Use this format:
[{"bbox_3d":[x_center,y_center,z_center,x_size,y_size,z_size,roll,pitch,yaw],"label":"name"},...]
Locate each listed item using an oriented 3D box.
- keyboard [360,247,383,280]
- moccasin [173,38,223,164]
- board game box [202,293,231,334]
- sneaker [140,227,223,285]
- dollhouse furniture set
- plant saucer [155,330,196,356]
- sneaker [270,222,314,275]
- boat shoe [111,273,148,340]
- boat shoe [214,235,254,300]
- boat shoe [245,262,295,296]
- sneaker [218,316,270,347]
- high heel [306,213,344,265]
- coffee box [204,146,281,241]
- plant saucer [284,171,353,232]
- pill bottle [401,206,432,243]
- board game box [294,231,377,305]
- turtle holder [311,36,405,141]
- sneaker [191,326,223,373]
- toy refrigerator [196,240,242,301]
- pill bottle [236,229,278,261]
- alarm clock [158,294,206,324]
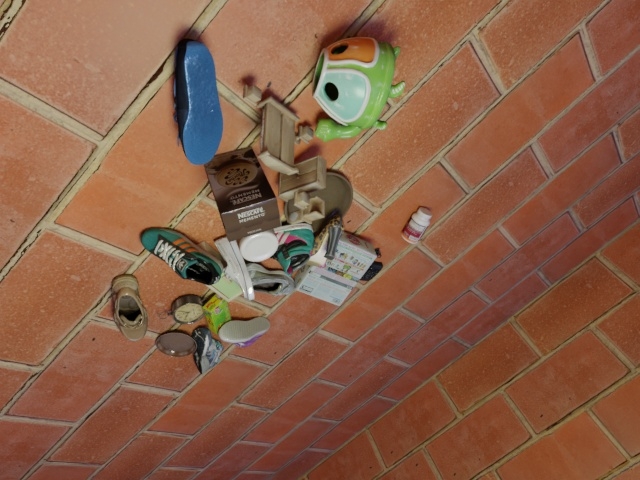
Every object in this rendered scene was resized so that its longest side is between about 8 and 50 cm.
[{"bbox_3d":[0.159,0.104,2.029,0.317,0.033,0.201,9,125,-35],"label":"keyboard"},{"bbox_3d":[-0.341,-0.384,1.254,0.138,0.117,0.341,-13,131,-34],"label":"moccasin"},{"bbox_3d":[-0.427,0.303,1.859,0.092,0.043,0.181,-47,155,-33],"label":"board game box"},{"bbox_3d":[-0.472,0.055,1.520,0.302,0.121,0.108,29,101,-12],"label":"sneaker"},{"bbox_3d":[-0.155,-0.238,1.382,0.174,0.303,0.356,-15,154,35],"label":"dollhouse furniture set"},{"bbox_3d":[-0.616,0.439,1.921,0.169,0.029,0.168,-4,130,-4],"label":"plant saucer"},{"bbox_3d":[-0.160,0.050,1.678,0.296,0.178,0.123,-13,147,0],"label":"sneaker"},{"bbox_3d":[-0.719,0.282,1.683,0.122,0.110,0.341,-11,134,-18],"label":"boat shoe"},{"bbox_3d":[-0.317,0.107,1.642,0.084,0.258,0.095,-20,166,-16],"label":"boat shoe"},{"bbox_3d":[-0.211,0.181,1.831,0.118,0.103,0.320,-32,148,18],"label":"boat shoe"},{"bbox_3d":[-0.359,0.431,1.979,0.161,0.102,0.282,-46,153,26],"label":"sneaker"},{"bbox_3d":[0.000,0.000,1.768,0.093,0.186,0.261,27,156,-27],"label":"high heel"},{"bbox_3d":[-0.245,-0.151,1.383,0.168,0.297,0.118,-18,136,-12],"label":"coffee box"},{"bbox_3d":[-0.009,-0.147,1.697,0.278,0.041,0.277,-14,134,-15],"label":"plant saucer"},{"bbox_3d":[0.425,-0.067,1.963,0.086,0.086,0.152,5,128,-31],"label":"pill bottle"},{"bbox_3d":[0.059,0.112,1.897,0.224,0.097,0.303,23,118,-22],"label":"board game box"},{"bbox_3d":[0.090,-0.458,1.349,0.228,0.243,0.320,8,167,-15],"label":"turtle holder"},{"bbox_3d":[-0.499,0.471,2.003,0.122,0.110,0.282,-21,142,-34],"label":"sneaker"},{"bbox_3d":[-0.397,0.127,1.716,0.102,0.094,0.269,-33,136,5],"label":"toy refrigerator"},{"bbox_3d":[-0.236,-0.048,1.534,0.131,0.229,0.131,-14,135,-15],"label":"pill bottle"},{"bbox_3d":[-0.551,0.280,1.802,0.192,0.064,0.129,-13,135,-21],"label":"alarm clock"}]
